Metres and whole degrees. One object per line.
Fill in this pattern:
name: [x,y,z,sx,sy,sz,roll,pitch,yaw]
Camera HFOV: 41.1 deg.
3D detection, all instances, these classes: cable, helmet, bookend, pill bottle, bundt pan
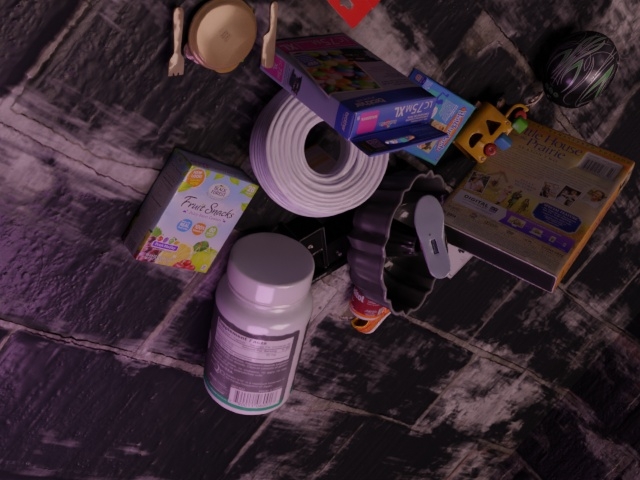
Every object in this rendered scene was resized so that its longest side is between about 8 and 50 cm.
cable: [0.002,-0.168,1.575,0.257,0.089,0.257,-37,111,-16]
helmet: [0.600,-0.401,1.972,0.169,0.169,0.162,-30,158,-20]
bookend: [0.000,0.000,1.851,0.157,0.072,0.156,-30,142,-21]
pill bottle: [-0.127,0.175,1.785,0.204,0.204,0.361,-16,135,-34]
bundt pan: [0.166,-0.002,1.899,0.330,0.124,0.331,-28,124,-52]
pill bottle: [0.127,0.113,2.079,0.086,0.086,0.152,-13,133,-37]

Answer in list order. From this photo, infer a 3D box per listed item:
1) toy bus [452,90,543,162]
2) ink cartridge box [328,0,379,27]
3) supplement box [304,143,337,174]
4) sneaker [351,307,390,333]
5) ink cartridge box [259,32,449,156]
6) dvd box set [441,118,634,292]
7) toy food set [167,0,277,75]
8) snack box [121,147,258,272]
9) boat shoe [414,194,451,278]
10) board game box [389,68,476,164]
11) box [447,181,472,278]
toy bus: [0.384,-0.272,1.935,0.191,0.104,0.202,-40,-168,48]
ink cartridge box: [0.081,-0.491,1.435,0.231,0.078,0.134,-49,144,5]
supplement box: [-0.002,-0.141,1.684,0.062,0.098,0.036,-32,143,-17]
sneaker: [0.148,0.165,2.174,0.067,0.064,0.175,28,102,-43]
ink cartridge box: [0.059,-0.256,1.447,0.185,0.311,0.065,-16,137,-35]
dvd box set: [0.482,-0.098,1.931,0.420,0.307,0.062,-47,152,-32]
toy food set: [-0.163,-0.335,1.392,0.192,0.038,0.133,-11,126,-31]
snack box: [-0.238,-0.051,1.566,0.174,0.070,0.207,14,113,-50]
boat shoe: [0.238,-0.012,1.846,0.065,0.083,0.184,-11,100,2]
board game box: [0.226,-0.261,1.836,0.210,0.047,0.160,16,113,-51]
box: [0.376,-0.057,2.155,0.290,0.087,0.169,-47,145,2]
